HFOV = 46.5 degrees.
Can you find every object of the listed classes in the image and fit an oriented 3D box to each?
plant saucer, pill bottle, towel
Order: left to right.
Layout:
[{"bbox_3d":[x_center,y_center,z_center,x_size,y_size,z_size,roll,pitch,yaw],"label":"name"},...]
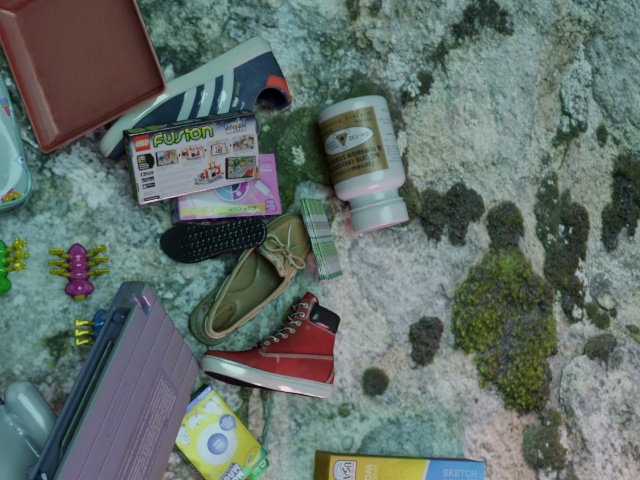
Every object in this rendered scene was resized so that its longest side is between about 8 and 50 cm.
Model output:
[{"bbox_3d":[-0.366,-0.298,1.142,0.048,0.258,0.259,-23,92,-67],"label":"plant saucer"},{"bbox_3d":[0.000,0.000,1.314,0.023,0.113,0.152,-17,86,14],"label":"towel"},{"bbox_3d":[0.082,-0.135,1.346,0.131,0.131,0.229,-13,87,-26],"label":"pill bottle"}]

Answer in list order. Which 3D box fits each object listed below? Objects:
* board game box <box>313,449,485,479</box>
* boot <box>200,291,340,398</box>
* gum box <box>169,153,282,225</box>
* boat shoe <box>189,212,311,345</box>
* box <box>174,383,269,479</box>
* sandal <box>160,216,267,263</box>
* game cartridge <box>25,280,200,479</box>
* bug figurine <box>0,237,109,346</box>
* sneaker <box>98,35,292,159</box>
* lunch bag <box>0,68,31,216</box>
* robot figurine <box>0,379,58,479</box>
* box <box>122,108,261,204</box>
[{"bbox_3d":[0.137,0.500,1.303,0.317,0.064,0.242,9,78,-23],"label":"board game box"},{"bbox_3d":[-0.079,0.163,1.253,0.244,0.088,0.176,15,75,-30],"label":"boot"},{"bbox_3d":[-0.160,-0.088,1.267,0.188,0.062,0.107,-5,84,-25],"label":"gum box"},{"bbox_3d":[-0.101,0.062,1.254,0.104,0.089,0.285,43,67,-12],"label":"boat shoe"},{"bbox_3d":[-0.166,0.334,1.207,0.105,0.043,0.179,-42,101,-24],"label":"box"},{"bbox_3d":[-0.175,0.001,1.235,0.179,0.040,0.067,-8,80,2],"label":"sandal"},{"bbox_3d":[-0.278,0.263,1.032,0.068,0.230,0.355,2,48,15],"label":"game cartridge"},{"bbox_3d":[-0.423,0.101,1.113,0.279,0.072,0.216,2,74,-19],"label":"bug figurine"},{"bbox_3d":[-0.191,-0.202,1.236,0.350,0.131,0.148,-36,99,-23],"label":"sneaker"},{"bbox_3d":[-0.557,-0.157,1.075,0.224,0.108,0.279,-17,88,-23],"label":"lunch bag"},{"bbox_3d":[-0.472,0.315,0.978,0.300,0.200,0.353,-36,101,-6],"label":"robot figurine"},{"bbox_3d":[-0.198,-0.134,1.176,0.207,0.036,0.114,-14,115,-25],"label":"box"}]
